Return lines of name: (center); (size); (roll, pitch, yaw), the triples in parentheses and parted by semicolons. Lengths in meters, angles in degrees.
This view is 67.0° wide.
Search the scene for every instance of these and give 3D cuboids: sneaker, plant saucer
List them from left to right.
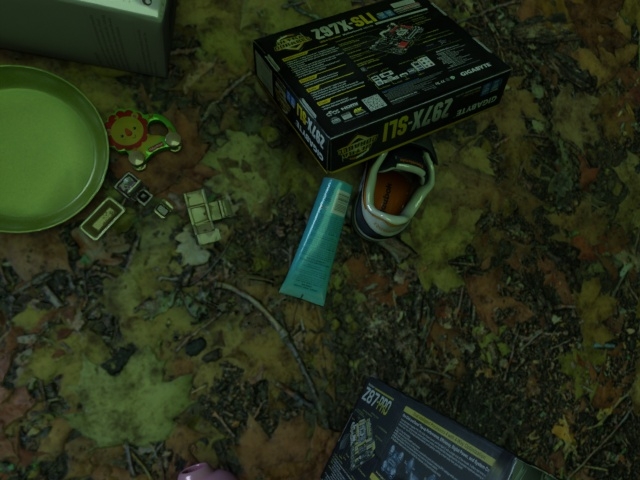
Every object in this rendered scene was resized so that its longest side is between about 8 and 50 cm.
plant saucer: (-0.432, -0.129, 0.699); (0.240, 0.037, 0.241); (1, 86, -15)
sneaker: (0.137, -0.158, 0.816); (0.126, 0.127, 0.322); (11, 83, -13)

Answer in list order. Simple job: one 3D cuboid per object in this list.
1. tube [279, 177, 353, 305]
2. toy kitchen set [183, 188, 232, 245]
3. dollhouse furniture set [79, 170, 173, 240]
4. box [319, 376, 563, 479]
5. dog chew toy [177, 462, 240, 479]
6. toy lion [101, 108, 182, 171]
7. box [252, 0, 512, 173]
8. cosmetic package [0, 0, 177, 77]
tube: (0.000, 0.000, 0.809); (0.080, 0.052, 0.207); (18, 87, -9)
toy kitchen set: (-0.166, -0.041, 0.747); (0.068, 0.075, 0.083); (-16, 95, -17)
dollhouse furniture set: (-0.289, -0.039, 0.710); (0.091, 0.081, 0.114); (42, 77, -9)
box: (0.100, 0.376, 0.633); (0.097, 0.395, 0.319); (28, 79, -13)
dog chew toy: (-0.137, 0.483, 0.670); (0.206, 0.206, 0.332); (-15, 82, -16)
toy lion: (-0.279, -0.164, 0.749); (0.100, 0.034, 0.096); (-32, 88, -15)
box: (0.091, -0.266, 0.769); (0.321, 0.079, 0.257); (-25, 58, -16)
cosmetic package: (-0.387, -0.352, 0.644); (0.365, 0.197, 0.155); (7, 85, -16)
